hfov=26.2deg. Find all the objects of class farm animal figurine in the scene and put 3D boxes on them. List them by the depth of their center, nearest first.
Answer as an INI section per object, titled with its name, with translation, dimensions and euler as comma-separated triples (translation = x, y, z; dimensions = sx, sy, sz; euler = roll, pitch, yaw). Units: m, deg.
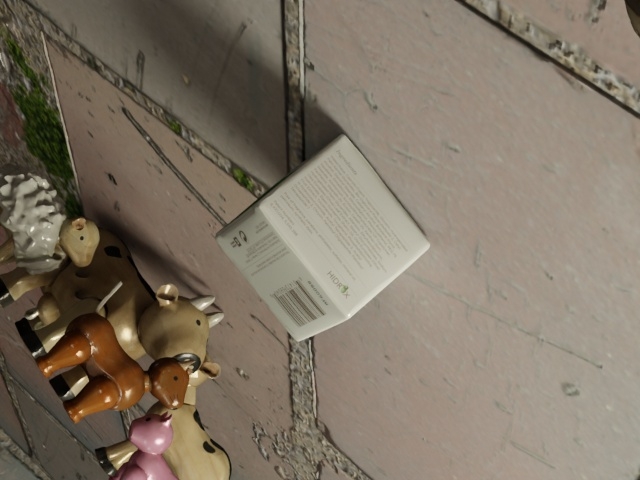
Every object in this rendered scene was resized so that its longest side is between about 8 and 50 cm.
[farm animal figurine]
translation = -0.181, 0.103, 1.327
dimensions = 0.327, 0.172, 0.330
euler = 51, 166, 27

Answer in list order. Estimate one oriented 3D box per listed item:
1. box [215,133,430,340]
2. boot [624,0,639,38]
[box]
translation = 0.000, 0.000, 0.956
dimensions = 0.102, 0.087, 0.101
euler = 52, 155, -3
[boot]
translation = 0.278, 0.035, 0.495
dimensions = 0.377, 0.138, 0.284
euler = 31, 154, 43
